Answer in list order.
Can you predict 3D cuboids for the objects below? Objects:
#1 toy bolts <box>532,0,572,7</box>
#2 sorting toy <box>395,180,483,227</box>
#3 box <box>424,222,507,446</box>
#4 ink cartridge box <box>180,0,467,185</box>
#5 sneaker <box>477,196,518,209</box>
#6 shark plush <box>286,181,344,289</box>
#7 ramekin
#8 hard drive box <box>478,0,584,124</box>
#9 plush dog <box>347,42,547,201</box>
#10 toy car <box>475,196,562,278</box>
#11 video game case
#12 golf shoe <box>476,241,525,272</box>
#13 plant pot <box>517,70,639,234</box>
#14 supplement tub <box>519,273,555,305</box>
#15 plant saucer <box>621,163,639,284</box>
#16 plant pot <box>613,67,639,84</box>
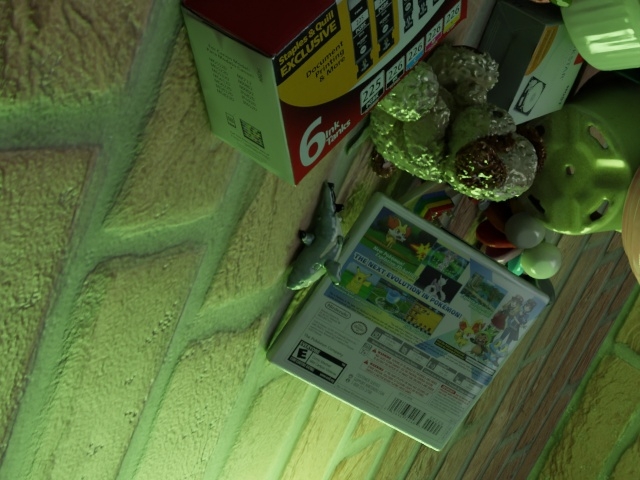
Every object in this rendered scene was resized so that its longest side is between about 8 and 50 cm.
[{"bbox_3d":[0.318,-0.463,1.582,0.228,0.158,0.218,-46,115,-1],"label":"toy bolts"},{"bbox_3d":[0.186,-0.062,1.739,0.274,0.046,0.132,-32,165,13],"label":"sorting toy"},{"bbox_3d":[0.184,0.162,1.985,0.296,0.182,0.294,-52,156,-8],"label":"box"},{"bbox_3d":[0.013,-0.260,1.197,0.309,0.130,0.272,-46,153,-21],"label":"ink cartridge box"},{"bbox_3d":[0.326,-0.084,2.086,0.038,0.069,0.098,-26,142,-48],"label":"sneaker"},{"bbox_3d":[0.000,0.000,1.599,0.067,0.073,0.161,-1,132,-26],"label":"shark plush"},{"bbox_3d":[0.466,-0.389,1.754,0.277,0.135,0.277,12,75,-51],"label":"ramekin"},{"bbox_3d":[0.331,-0.287,1.820,0.232,0.089,0.181,-24,141,-52],"label":"hard drive box"},{"bbox_3d":[0.187,-0.130,1.570,0.262,0.225,0.211,-21,138,-53],"label":"plush dog"},{"bbox_3d":[0.365,-0.008,2.171,0.136,0.159,0.182,-24,119,16],"label":"toy car"},{"bbox_3d":[0.133,0.128,1.734,0.300,0.329,0.036,-56,-159,11],"label":"video game case"},{"bbox_3d":[0.362,0.030,2.273,0.198,0.094,0.077,-22,140,-50],"label":"golf shoe"},{"bbox_3d":[0.506,-0.144,2.063,0.305,0.334,0.334,-17,135,-48],"label":"plant pot"},{"bbox_3d":[0.356,0.127,2.260,0.198,0.106,0.106,-27,172,32],"label":"supplement tub"},{"bbox_3d":[0.613,-0.058,1.943,0.332,0.084,0.332,-19,120,-36],"label":"plant saucer"},{"bbox_3d":[0.570,-0.400,2.053,0.234,0.165,0.166,-34,149,-56],"label":"plant pot"}]
